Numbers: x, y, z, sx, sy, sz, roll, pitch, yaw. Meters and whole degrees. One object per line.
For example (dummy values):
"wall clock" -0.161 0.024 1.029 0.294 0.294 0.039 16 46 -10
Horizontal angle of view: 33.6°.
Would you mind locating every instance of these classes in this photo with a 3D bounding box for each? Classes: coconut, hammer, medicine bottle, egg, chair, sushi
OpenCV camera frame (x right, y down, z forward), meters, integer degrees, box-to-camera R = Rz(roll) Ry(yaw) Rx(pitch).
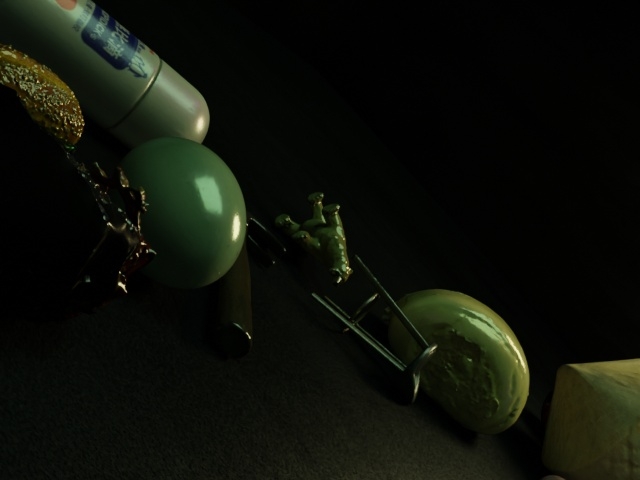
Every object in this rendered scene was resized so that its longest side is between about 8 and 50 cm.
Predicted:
"coconut" 0.542 0.344 1.920 0.329 0.329 0.329 42 12 -11
"hammer" -0.115 0.033 1.369 0.168 0.044 0.440 40 13 -16
"medicine bottle" -0.297 -0.231 1.440 0.341 0.130 0.130 40 13 -26
"egg" -0.158 -0.031 1.174 0.149 0.149 0.192 33 19 -44
"chair" 0.092 0.133 1.589 0.221 0.095 0.104 48 8 10
"sushi" -0.227 -0.010 0.906 0.172 0.153 0.150 26 -14 20

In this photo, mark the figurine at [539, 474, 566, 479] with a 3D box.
"figurine" 0.254 0.361 1.190 0.173 0.173 0.173 42 12 -11

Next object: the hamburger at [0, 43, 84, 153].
"hamburger" -0.334 -0.157 1.166 0.166 0.087 0.137 35 15 -38

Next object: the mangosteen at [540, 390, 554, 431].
"mangosteen" 0.531 0.371 2.138 0.180 0.166 0.166 67 15 7

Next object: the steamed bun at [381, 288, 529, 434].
"steamed bun" 0.237 0.176 1.756 0.273 0.166 0.232 46 13 5

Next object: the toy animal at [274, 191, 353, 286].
"toy animal" 0.000 0.000 1.739 0.101 0.103 0.218 66 -10 -18
